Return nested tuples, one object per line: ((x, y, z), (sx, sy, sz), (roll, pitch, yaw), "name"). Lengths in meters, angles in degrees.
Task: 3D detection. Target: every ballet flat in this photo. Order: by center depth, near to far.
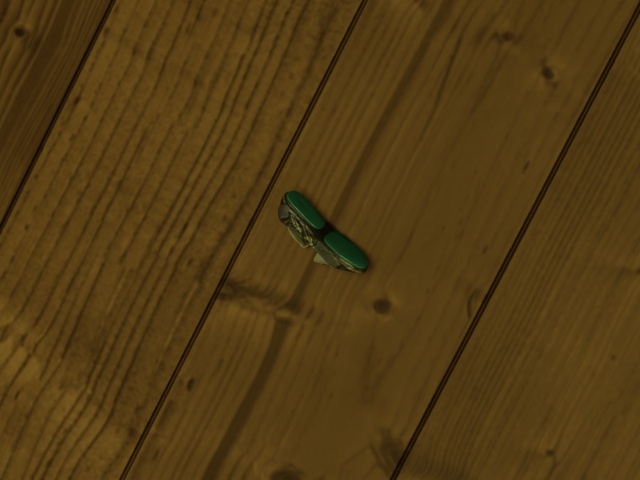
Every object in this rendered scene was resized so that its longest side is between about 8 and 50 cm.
((0.000, 0.000, 1.587), (0.114, 0.041, 0.041), (45, 99, 15), "ballet flat")
